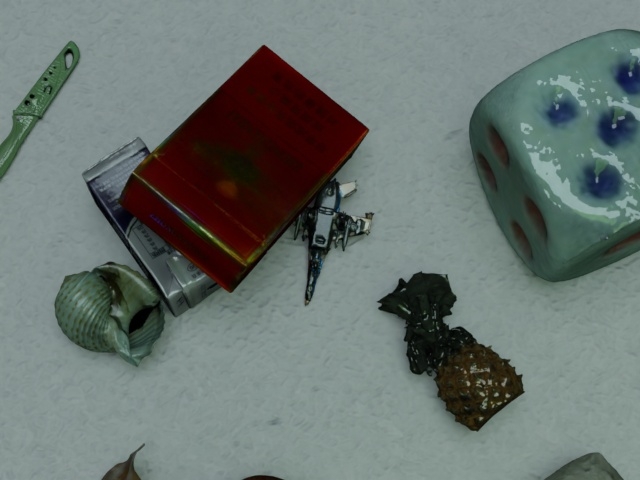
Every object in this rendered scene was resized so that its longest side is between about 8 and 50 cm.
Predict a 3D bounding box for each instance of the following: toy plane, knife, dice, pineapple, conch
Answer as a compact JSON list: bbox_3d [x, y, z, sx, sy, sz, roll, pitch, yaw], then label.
[{"bbox_3d":[0.000,-0.002,1.842,0.135,0.062,0.188,12,75,1],"label":"toy plane"},{"bbox_3d":[-0.439,-0.173,1.901,0.043,0.020,0.293,30,76,8],"label":"knife"},{"bbox_3d":[0.373,-0.113,1.776,0.264,0.268,0.263,-24,76,-6],"label":"dice"},{"bbox_3d":[0.175,0.146,1.790,0.119,0.111,0.237,-26,69,-39],"label":"pineapple"},{"bbox_3d":[-0.290,0.094,1.789,0.153,0.102,0.135,38,94,-10],"label":"conch"}]

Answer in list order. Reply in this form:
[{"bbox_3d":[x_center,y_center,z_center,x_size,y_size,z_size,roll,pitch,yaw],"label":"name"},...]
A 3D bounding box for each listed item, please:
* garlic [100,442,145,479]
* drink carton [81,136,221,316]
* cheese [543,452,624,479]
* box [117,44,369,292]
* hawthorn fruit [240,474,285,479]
[{"bbox_3d":[-0.238,0.349,1.705,0.124,0.174,0.099,-44,113,-21],"label":"garlic"},{"bbox_3d":[-0.226,-0.015,1.804,0.102,0.134,0.222,-34,79,-12],"label":"drink carton"},{"bbox_3d":[0.349,0.401,1.693,0.198,0.154,0.189,-40,60,-7],"label":"cheese"},{"bbox_3d":[-0.100,-0.103,1.759,0.197,0.089,0.313,40,54,1],"label":"box"},{"bbox_3d":[-0.057,0.437,1.661,0.210,0.210,0.262,-36,97,-10],"label":"hawthorn fruit"}]
